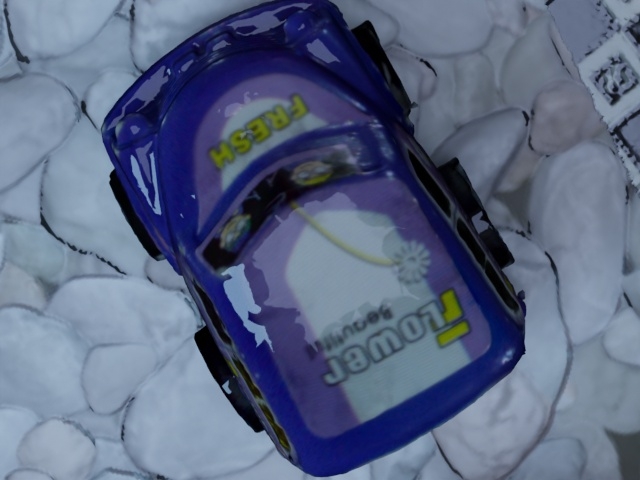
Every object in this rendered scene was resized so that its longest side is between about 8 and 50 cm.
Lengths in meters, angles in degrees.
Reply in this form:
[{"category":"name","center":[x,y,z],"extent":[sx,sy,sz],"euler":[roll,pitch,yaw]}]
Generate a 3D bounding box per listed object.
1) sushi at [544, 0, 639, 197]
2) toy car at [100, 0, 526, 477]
[{"category":"sushi","center":[0.238,-0.103,1.061],"extent":[0.192,0.040,0.210],"euler":[-30,103,1]},{"category":"toy car","center":[0.000,0.000,0.996],"extent":[0.172,0.158,0.235],"euler":[-32,103,0]}]
